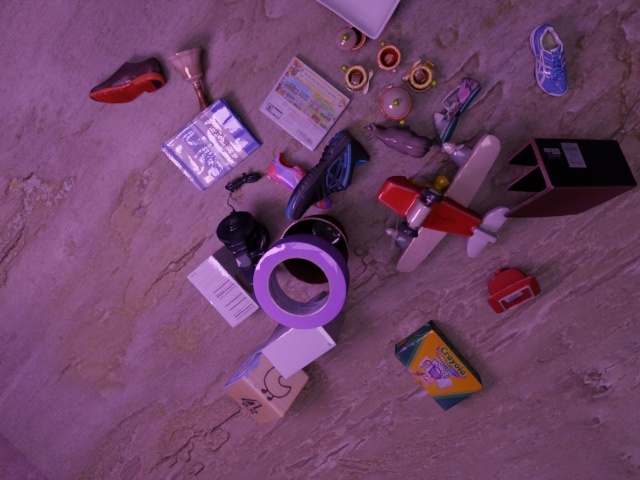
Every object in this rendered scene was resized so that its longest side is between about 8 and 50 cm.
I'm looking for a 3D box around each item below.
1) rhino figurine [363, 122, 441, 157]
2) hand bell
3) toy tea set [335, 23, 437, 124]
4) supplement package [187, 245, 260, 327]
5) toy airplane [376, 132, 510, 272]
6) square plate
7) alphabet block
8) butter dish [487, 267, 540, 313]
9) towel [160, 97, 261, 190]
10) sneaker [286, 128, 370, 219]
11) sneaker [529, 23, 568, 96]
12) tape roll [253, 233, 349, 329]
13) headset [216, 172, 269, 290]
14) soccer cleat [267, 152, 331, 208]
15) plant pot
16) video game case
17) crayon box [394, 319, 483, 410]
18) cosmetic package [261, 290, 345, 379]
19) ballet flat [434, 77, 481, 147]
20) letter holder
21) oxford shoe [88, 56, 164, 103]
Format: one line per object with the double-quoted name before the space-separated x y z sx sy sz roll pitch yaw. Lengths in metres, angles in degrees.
"rhino figurine" 0.235 -0.316 1.364 0.243 0.106 0.073 27 125 26
"hand bell" -0.399 -0.494 1.461 0.126 0.126 0.241 -14 113 13
"toy tea set" 0.176 -0.506 1.335 0.336 0.124 0.199 32 107 0
"supplement package" -0.324 0.160 1.586 0.134 0.139 0.244 -39 96 17
"toy airplane" 0.370 -0.106 1.360 0.387 0.272 0.384 -25 131 -2
"square plate" 0.125 -0.815 1.272 0.347 0.049 0.344 39 111 11
"alphabet block" -0.195 0.511 1.600 0.197 0.192 0.193 45 138 -4
"butter dish" 0.606 0.143 1.442 0.160 0.118 0.160 -32 141 16
"towel" -0.372 -0.318 1.503 0.285 0.034 0.209 -33 111 16
"sneaker" 0.023 -0.187 1.400 0.140 0.125 0.340 39 83 -12
"sneaker" 0.657 -0.513 1.274 0.080 0.081 0.211 -24 101 13
"tape roll" -0.055 0.122 1.318 0.275 0.090 0.274 3 109 9
"headset" -0.230 -0.031 1.485 0.186 0.243 0.393 -22 75 3
"soccer cleat" -0.062 -0.193 1.479 0.248 0.083 0.095 33 114 4
"plant pot" 0.000 0.000 1.438 0.216 0.230 0.215 3 109 10
"video game case" -0.052 -0.440 1.444 0.227 0.026 0.206 38 107 -1
"crayon box" 0.413 0.439 1.562 0.165 0.081 0.278 -40 95 17
"cosmetic package" -0.054 0.321 1.536 0.224 0.224 0.138 -38 96 16
"ballet flat" 0.400 -0.394 1.361 0.079 0.077 0.221 34 103 19
"letter holder" 0.685 -0.171 1.284 0.302 0.214 0.151 -3 69 -19
"oxford shoe" -0.655 -0.536 1.498 0.272 0.097 0.098 -13 82 8
